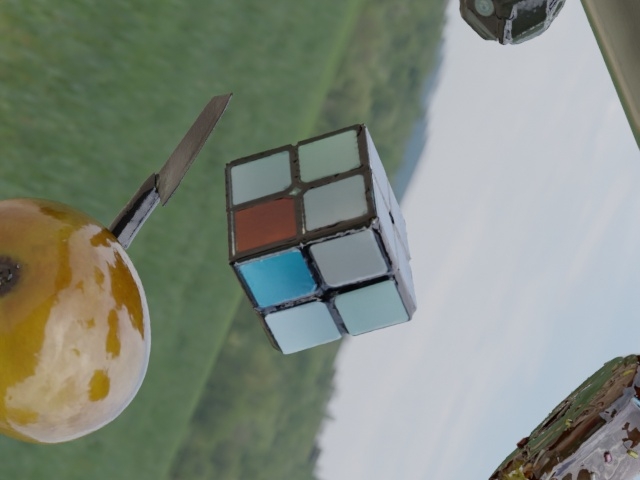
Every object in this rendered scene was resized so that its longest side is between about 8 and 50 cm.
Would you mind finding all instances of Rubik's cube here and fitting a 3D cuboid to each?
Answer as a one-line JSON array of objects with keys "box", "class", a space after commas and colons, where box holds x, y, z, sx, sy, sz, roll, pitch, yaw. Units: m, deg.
[{"box": [0.000, 0.000, 2.095, 0.183, 0.180, 0.167, -92, 164, -48], "class": "Rubik's cube"}]

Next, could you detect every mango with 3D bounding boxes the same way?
[{"box": [-0.291, 0.086, 1.922, 0.378, 0.221, 0.263, 101, -34, -81], "class": "mango"}]

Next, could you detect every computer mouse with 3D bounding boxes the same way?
[{"box": [0.177, -0.269, 1.603, 0.062, 0.106, 0.192, -25, 126, -63], "class": "computer mouse"}]

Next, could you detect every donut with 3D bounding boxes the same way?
[{"box": [0.283, 0.214, 1.908, 0.216, 0.096, 0.230, -41, 176, -27], "class": "donut"}]

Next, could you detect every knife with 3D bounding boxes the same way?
[{"box": [-0.156, -0.073, 1.933, 0.230, 0.028, 0.060, -51, -149, 24], "class": "knife"}]

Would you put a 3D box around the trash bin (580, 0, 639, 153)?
[{"box": [0.487, -0.224, 2.234, 0.432, 0.280, 0.280, -105, -151, -44], "class": "trash bin"}]
